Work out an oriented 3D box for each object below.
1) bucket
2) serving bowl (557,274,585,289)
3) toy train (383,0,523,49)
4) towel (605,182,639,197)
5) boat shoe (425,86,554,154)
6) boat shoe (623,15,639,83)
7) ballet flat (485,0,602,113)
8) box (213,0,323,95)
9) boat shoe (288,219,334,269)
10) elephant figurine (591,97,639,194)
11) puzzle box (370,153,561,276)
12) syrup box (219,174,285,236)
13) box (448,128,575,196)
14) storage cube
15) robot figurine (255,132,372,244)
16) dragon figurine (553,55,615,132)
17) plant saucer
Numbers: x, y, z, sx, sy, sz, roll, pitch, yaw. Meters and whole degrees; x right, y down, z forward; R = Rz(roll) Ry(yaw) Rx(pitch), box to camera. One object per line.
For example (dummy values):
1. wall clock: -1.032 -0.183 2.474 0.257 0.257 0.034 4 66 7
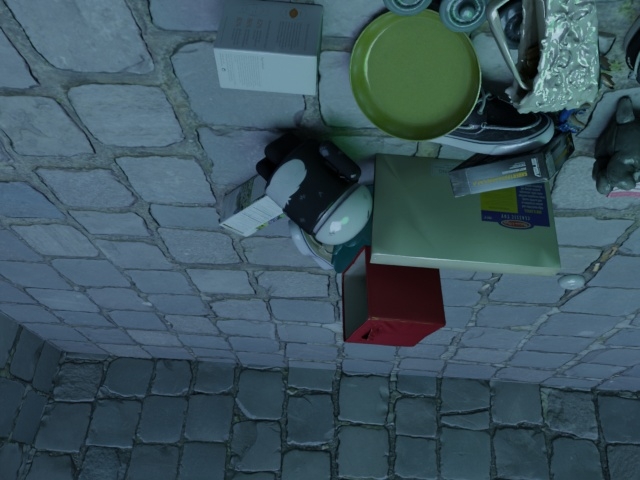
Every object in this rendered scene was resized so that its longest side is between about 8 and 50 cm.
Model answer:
1. bucket: 0.165 -0.012 1.436 0.282 0.182 0.281 4 151 2
2. serving bowl: 0.825 0.142 1.767 0.084 0.027 0.083 4 153 2
3. toy train: 0.227 -0.405 0.763 0.334 0.142 0.190 13 139 -10
4. towel: 0.765 -0.153 1.232 0.144 0.029 0.197 4 152 0
5. boat shoe: 0.284 -0.244 1.024 0.302 0.108 0.102 17 150 31
6. boat shoe: 0.566 -0.363 0.811 0.115 0.091 0.302 1 152 7
7. ballet flat: 0.265 -0.326 0.652 0.147 0.146 0.408 -7 130 22
8. box: -0.086 -0.336 0.935 0.171 0.130 0.091 6 151 0
9. boat shoe: 0.000 0.000 1.595 0.094 0.109 0.302 -22 154 15
10. elephant figurine: 0.701 -0.163 1.098 0.240 0.169 0.186 7 166 9
11. puzzle box: 0.321 -0.060 1.227 0.410 0.271 0.052 5 151 1
12. syrup box: -0.161 -0.100 1.421 0.096 0.093 0.237 26 146 -33
13. box: 0.387 -0.159 1.082 0.183 0.231 0.056 -9 105 39
14. storage cube: 0.170 0.143 1.314 0.193 0.214 0.183 6 151 -15
15. robot figurine: -0.010 -0.117 1.223 0.278 0.173 0.209 42 177 4
16. dragon figurine: 0.422 -0.291 0.977 0.289 0.085 0.144 19 148 -26
17. plant saucer: 0.169 -0.296 0.970 0.241 0.037 0.240 15 130 19
